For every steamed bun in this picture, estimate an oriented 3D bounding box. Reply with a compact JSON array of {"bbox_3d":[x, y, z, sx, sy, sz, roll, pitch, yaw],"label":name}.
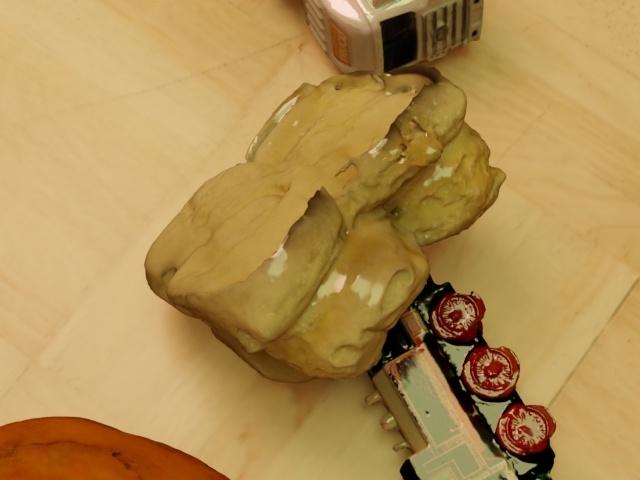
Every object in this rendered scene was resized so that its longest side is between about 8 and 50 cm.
[{"bbox_3d":[0.000,0.000,0.781,0.106,0.192,0.177,50,63,-24],"label":"steamed bun"}]

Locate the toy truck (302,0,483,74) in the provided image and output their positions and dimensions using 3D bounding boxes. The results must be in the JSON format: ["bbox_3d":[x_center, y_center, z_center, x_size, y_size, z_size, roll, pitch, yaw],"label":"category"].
[{"bbox_3d":[0.004,-0.201,0.880,0.114,0.098,0.227,-30,69,-7],"label":"toy truck"}]

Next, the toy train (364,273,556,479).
[{"bbox_3d":[0.070,0.087,0.792,0.087,0.050,0.138,-27,71,-7],"label":"toy train"}]

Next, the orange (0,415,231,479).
[{"bbox_3d":[-0.120,0.220,0.644,0.284,0.226,0.284,2,63,-3],"label":"orange"}]
